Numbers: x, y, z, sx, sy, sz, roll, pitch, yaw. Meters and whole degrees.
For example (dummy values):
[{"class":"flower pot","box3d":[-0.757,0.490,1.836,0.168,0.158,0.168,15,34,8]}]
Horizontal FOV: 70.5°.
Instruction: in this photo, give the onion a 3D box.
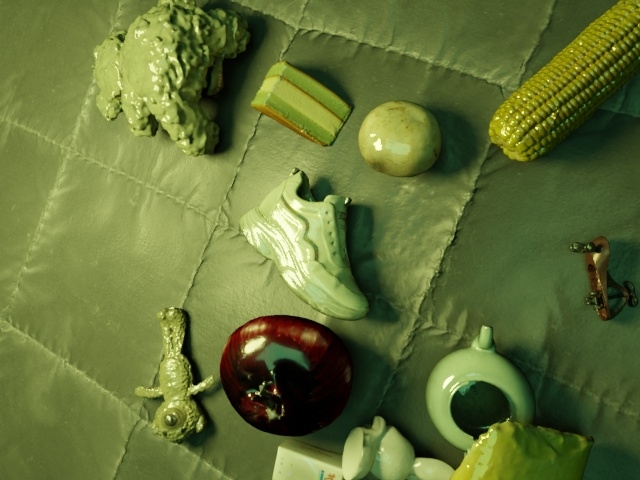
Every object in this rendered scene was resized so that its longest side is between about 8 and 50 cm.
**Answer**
[{"class":"onion","box3d":[-0.074,0.277,0.876,0.272,0.285,0.273,3,108,8]}]

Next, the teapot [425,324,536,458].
[{"class":"teapot","box3d":[0.290,0.297,0.830,0.192,0.129,0.295,6,88,18]}]

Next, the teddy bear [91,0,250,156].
[{"class":"teddy bear","box3d":[-0.382,-0.405,1.068,0.367,0.224,0.358,18,94,32]}]

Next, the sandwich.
[{"class":"sandwich","box3d":[-0.047,-0.307,1.032,0.187,0.144,0.117,29,97,-19]}]

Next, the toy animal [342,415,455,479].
[{"class":"toy animal","box3d":[0.163,0.426,0.888,0.220,0.131,0.104,17,121,-6]}]

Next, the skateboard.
[{"class":"skateboard","box3d":[0.516,0.067,0.817,0.080,0.067,0.152,-11,89,6]}]

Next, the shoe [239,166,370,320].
[{"class":"shoe","box3d":[0.000,0.000,0.936,0.342,0.132,0.211,44,102,18]}]

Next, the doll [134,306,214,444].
[{"class":"doll","box3d":[-0.329,0.312,1.052,0.202,0.091,0.286,18,82,6]}]

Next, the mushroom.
[{"class":"mushroom","box3d":[0.159,-0.201,0.906,0.166,0.127,0.167,0,71,0]}]

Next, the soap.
[{"class":"soap","box3d":[0.303,0.506,0.765,0.115,0.305,0.428,17,86,60]}]

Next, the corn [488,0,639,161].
[{"class":"corn","box3d":[0.461,-0.286,0.811,0.344,0.131,0.131,-43,76,10]}]

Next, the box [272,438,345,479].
[{"class":"box","box3d":[-0.030,0.556,0.946,0.149,0.067,0.233,9,89,17]}]
